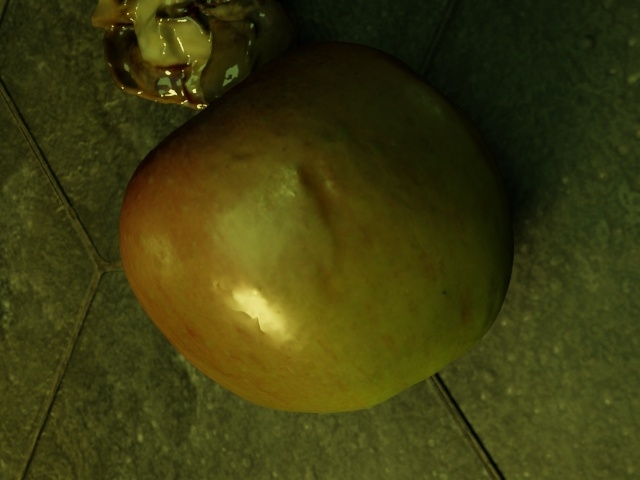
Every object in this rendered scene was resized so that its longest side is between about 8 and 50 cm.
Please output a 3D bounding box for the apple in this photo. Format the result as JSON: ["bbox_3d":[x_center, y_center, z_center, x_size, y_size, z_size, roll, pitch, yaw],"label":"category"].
[{"bbox_3d":[0.000,0.000,0.792,0.338,0.338,0.305,-36,96,19],"label":"apple"}]

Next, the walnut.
[{"bbox_3d":[-0.132,-0.237,0.938,0.204,0.141,0.238,-43,75,31],"label":"walnut"}]
